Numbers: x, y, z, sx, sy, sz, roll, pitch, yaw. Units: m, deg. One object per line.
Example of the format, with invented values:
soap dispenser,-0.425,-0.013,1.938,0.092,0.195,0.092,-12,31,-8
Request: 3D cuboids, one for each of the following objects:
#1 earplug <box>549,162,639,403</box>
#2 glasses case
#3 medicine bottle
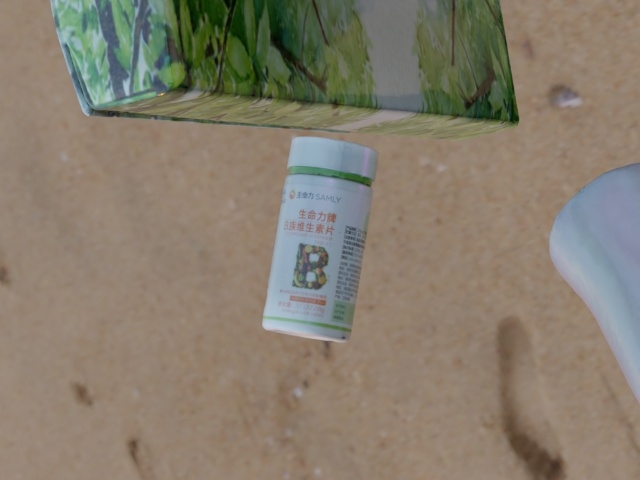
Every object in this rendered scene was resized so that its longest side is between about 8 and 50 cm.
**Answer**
earplug,0.337,0.087,1.480,0.301,0.172,0.172,-108,29,-44
glasses case,-0.006,-0.098,0.741,0.062,0.272,0.095,-12,83,36
medicine bottle,0.000,0.000,1.523,0.086,0.086,0.183,2,82,50
